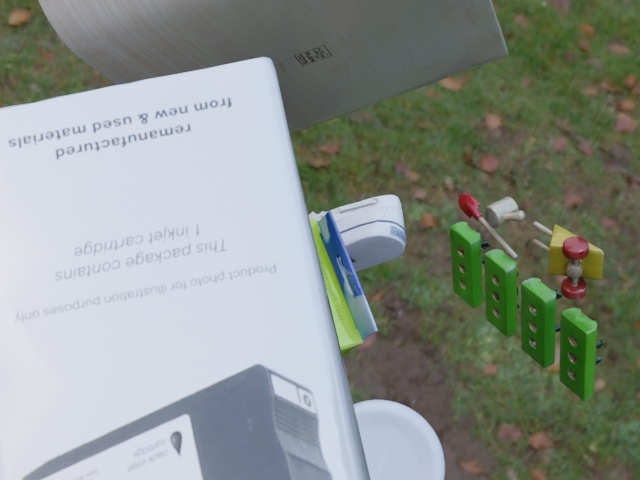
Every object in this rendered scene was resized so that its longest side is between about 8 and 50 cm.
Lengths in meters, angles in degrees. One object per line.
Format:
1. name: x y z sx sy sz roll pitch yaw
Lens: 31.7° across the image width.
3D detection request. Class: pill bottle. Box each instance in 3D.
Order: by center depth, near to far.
1. pill bottle: 0.063 0.277 1.390 0.153 0.264 0.153 0 80 -1

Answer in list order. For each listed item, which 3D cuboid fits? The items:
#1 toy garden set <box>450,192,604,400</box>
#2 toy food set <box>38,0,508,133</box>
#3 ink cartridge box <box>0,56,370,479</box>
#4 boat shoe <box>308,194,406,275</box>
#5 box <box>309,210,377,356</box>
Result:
1. toy garden set: 0.242 0.036 1.303 0.049 0.203 0.244 -26 42 -20
2. toy food set: -0.014 -0.154 0.693 0.220 0.306 0.092 -18 75 12
3. ink cartridge box: -0.054 0.151 0.594 0.166 0.285 0.394 -12 72 -1
4. boat shoe: 0.000 0.000 1.605 0.096 0.268 0.088 35 47 -41
5. box: -0.025 0.058 0.931 0.042 0.178 0.109 -14 75 -29
